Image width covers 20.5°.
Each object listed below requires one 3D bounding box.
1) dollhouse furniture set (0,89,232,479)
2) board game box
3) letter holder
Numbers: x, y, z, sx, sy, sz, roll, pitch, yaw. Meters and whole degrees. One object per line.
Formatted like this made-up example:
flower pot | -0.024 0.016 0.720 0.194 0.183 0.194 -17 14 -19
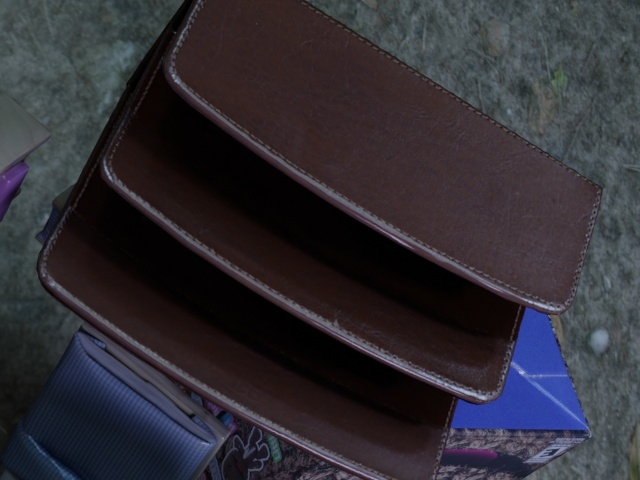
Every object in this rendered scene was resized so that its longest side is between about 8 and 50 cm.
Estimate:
dollhouse furniture set | -0.205 0.124 1.188 0.303 0.286 0.198 40 42 3
board game box | 0.015 0.146 1.364 0.232 0.291 0.141 5 57 -39
letter holder | 0.000 0.000 1.136 0.302 0.152 0.214 31 50 -12
